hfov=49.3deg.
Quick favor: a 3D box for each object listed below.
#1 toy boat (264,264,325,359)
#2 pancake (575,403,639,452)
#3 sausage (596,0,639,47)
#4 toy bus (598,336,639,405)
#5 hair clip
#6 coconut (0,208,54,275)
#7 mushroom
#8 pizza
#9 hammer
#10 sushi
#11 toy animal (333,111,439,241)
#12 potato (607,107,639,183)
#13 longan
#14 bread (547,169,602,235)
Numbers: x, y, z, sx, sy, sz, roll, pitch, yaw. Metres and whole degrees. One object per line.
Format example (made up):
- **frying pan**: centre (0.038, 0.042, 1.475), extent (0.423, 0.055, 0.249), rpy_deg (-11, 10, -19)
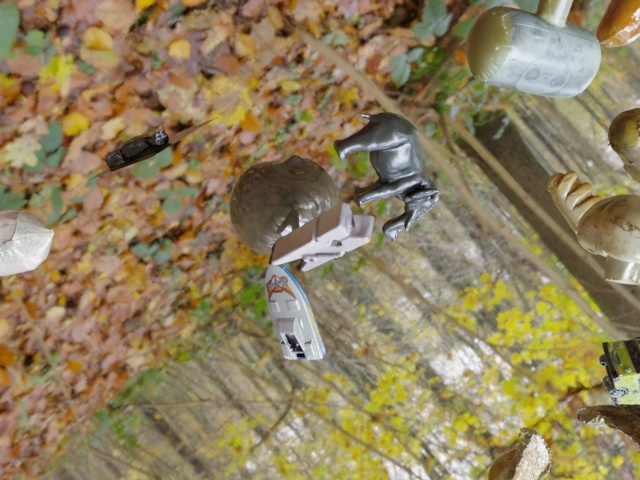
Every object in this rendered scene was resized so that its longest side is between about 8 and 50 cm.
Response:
- **toy boat**: centre (-0.082, 0.187, 1.853), extent (0.129, 0.295, 0.088), rpy_deg (-5, -158, 33)
- **pancake**: centre (0.627, 0.356, 1.266), extent (0.212, 0.056, 0.257), rpy_deg (1, -165, -18)
- **sausage**: centre (0.612, -0.466, 1.315), extent (0.238, 0.098, 0.098), rpy_deg (-53, 180, 5)
- **toy bus**: centre (0.866, 0.387, 1.936), extent (0.150, 0.262, 0.128), rpy_deg (-14, -135, 16)
- **hair clip**: centre (-0.001, 0.004, 1.578), extent (0.331, 0.101, 0.085), rpy_deg (-25, -136, 59)
- **coconut**: centre (-0.496, 0.000, 1.136), extent (0.124, 0.110, 0.110), rpy_deg (-19, 180, -2)
- **mushroom**: centre (0.398, 0.000, 0.876), extent (0.148, 0.148, 0.112), rpy_deg (152, -50, -88)
- **pizza**: centre (0.425, 0.491, 1.537), extent (0.188, 0.204, 0.080), rpy_deg (-42, -136, -20)
- **hammer**: centre (0.337, -0.353, 0.971), extent (0.113, 0.202, 0.305), rpy_deg (58, -42, 50)
- **sushi**: centre (-0.258, -0.148, 1.036), extent (0.201, 0.031, 0.139), rpy_deg (-9, -155, 46)
- **toy animal**: centre (0.121, -0.107, 1.201), extent (0.146, 0.245, 0.114), rpy_deg (-21, -139, 1)
- **potato**: centre (0.683, -0.200, 1.463), extent (0.137, 0.176, 0.137), rpy_deg (-30, -149, 20)
- **longan**: centre (-0.094, -0.089, 1.866), extent (0.297, 0.297, 0.297), rpy_deg (-42, -179, 0)
- **bread**: centre (0.586, -0.083, 1.577), extent (0.084, 0.177, 0.119), rpy_deg (-35, 167, 5)
